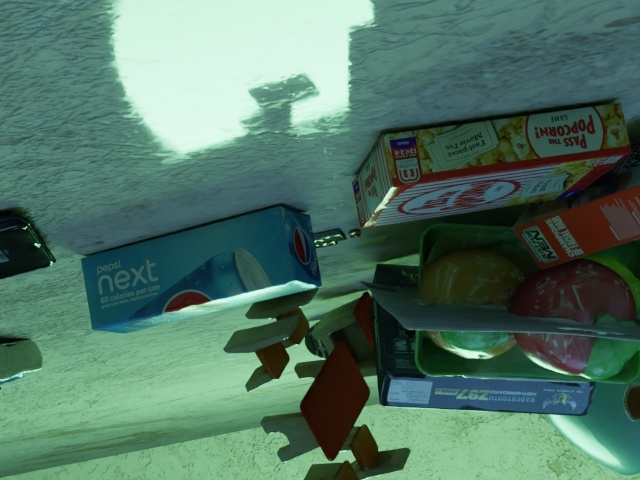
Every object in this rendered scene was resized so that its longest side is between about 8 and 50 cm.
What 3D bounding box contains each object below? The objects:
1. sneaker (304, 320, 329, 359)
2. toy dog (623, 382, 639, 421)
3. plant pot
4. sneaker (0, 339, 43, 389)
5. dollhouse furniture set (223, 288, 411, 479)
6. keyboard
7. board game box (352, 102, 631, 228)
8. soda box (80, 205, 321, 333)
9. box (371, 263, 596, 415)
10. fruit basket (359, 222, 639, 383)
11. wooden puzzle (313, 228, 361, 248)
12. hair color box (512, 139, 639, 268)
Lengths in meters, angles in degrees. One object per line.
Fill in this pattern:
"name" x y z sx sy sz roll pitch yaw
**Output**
"sneaker" 0.058 0.135 2.075 0.162 0.063 0.073 -10 172 -2
"toy dog" 0.458 0.133 1.813 0.220 0.334 0.161 -33 -156 12
"plant pot" 0.394 0.160 2.075 0.195 0.290 0.290 23 161 -11
"sneaker" -0.401 0.150 1.735 0.084 0.058 0.152 -23 172 18
"dollhouse furniture set" 0.035 0.164 1.788 0.135 0.262 0.259 -18 -160 28
"keyboard" -0.285 0.010 1.225 0.108 0.023 0.180 -16 169 -6
"board game box" 0.133 -0.059 1.189 0.193 0.045 0.147 -8 169 -9
"soda box" -0.110 0.029 1.349 0.210 0.071 0.067 -14 169 21
"box" 0.177 0.109 1.642 0.232 0.183 0.059 3 130 -5
"fruit basket" 0.215 0.080 1.414 0.327 0.165 0.353 3 -171 -6
"wooden puzzle" 0.000 0.000 1.474 0.083 0.006 0.049 -12 169 8
"hair color box" 0.260 -0.039 1.287 0.167 0.053 0.093 -23 -159 44
